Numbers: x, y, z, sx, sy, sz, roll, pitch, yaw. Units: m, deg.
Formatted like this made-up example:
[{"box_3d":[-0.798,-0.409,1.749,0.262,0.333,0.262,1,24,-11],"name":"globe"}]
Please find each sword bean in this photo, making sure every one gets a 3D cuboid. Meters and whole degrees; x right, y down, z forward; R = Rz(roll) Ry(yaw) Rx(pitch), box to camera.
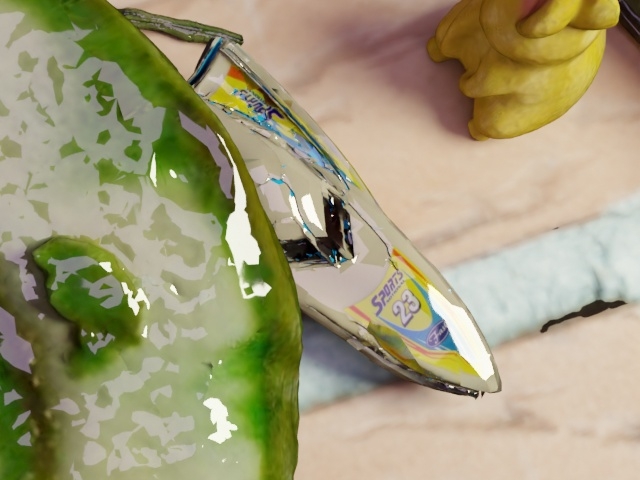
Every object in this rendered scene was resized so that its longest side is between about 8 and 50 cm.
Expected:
[{"box_3d":[-0.077,-0.101,0.799,0.083,0.012,0.012,10,79,-5],"name":"sword bean"}]

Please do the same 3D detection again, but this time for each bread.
[{"box_3d":[-0.200,0.054,0.666,0.382,0.129,0.366,-29,92,-1],"name":"bread"}]

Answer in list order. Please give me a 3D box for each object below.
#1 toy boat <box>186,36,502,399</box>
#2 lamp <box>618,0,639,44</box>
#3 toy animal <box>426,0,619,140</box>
[{"box_3d":[0.000,0.000,0.765,0.210,0.066,0.084,39,79,0],"name":"toy boat"},{"box_3d":[0.169,-0.143,0.803,0.090,0.089,0.325,-41,88,-14],"name":"lamp"},{"box_3d":[0.100,-0.098,0.748,0.083,0.159,0.070,-27,83,-6],"name":"toy animal"}]
